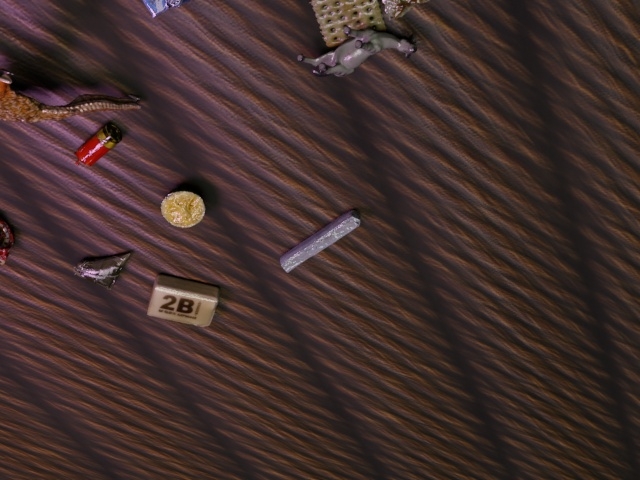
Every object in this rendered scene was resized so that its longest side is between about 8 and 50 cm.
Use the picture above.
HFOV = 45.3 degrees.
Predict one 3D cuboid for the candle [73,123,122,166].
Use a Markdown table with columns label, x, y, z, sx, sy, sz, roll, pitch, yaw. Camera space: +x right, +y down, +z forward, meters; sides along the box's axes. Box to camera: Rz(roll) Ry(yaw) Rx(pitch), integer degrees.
| label | x | y | z | sx | sy | sz | roll | pitch | yaw |
| --- | --- | --- | --- | --- | --- | --- | --- | --- | --- |
| candle | -0.507 | -0.207 | 1.728 | 0.131 | 0.052 | 0.052 | -34 | 122 | 23 |

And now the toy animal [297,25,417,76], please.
| label | x | y | z | sx | sy | sz | roll | pitch | yaw |
| --- | --- | --- | --- | --- | --- | --- | --- | --- | --- |
| toy animal | 0.082 | -0.388 | 1.591 | 0.217 | 0.073 | 0.176 | -20 | 168 | 33 |

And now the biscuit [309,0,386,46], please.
| label | x | y | z | sx | sy | sz | roll | pitch | yaw |
| --- | --- | --- | --- | --- | --- | --- | --- | --- | --- |
| biscuit | 0.040 | -0.498 | 1.532 | 0.139 | 0.016 | 0.231 | -13 | 134 | 11 |

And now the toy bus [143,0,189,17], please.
| label | x | y | z | sx | sy | sz | roll | pitch | yaw |
| --- | --- | --- | --- | --- | --- | --- | --- | --- | --- |
| toy bus | -0.245 | -0.526 | 1.478 | 0.237 | 0.079 | 0.094 | -27 | 109 | 17 |

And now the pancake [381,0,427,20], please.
| label | x | y | z | sx | sy | sz | roll | pitch | yaw |
| --- | --- | --- | --- | --- | --- | --- | --- | --- | --- |
| pancake | 0.172 | -0.609 | 1.411 | 0.305 | 0.067 | 0.427 | -36 | 122 | 12 |

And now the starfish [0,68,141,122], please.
| label | x | y | z | sx | sy | sz | roll | pitch | yaw |
| --- | --- | --- | --- | --- | --- | --- | --- | --- | --- |
| starfish | -0.624 | -0.302 | 1.528 | 0.398 | 0.384 | 0.132 | 16 | 95 | 10 |

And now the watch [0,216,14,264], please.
| label | x | y | z | sx | sy | sz | roll | pitch | yaw |
| --- | --- | --- | --- | --- | --- | --- | --- | --- | --- |
| watch | -0.878 | 0.017 | 1.872 | 0.268 | 0.102 | 0.165 | -21 | 128 | 23 |

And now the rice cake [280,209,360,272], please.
| label | x | y | z | sx | sy | sz | roll | pitch | yaw |
| --- | --- | --- | --- | --- | --- | --- | --- | --- | --- |
| rice cake | 0.000 | 0.000 | 1.918 | 0.245 | 0.045 | 0.042 | -34 | 119 | 22 |

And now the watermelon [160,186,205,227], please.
| label | x | y | z | sx | sy | sz | roll | pitch | yaw |
| --- | --- | --- | --- | --- | --- | --- | --- | --- | --- |
| watermelon | -0.325 | -0.085 | 1.825 | 0.106 | 0.062 | 0.105 | -4 | 123 | -6 |

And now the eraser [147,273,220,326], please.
| label | x | y | z | sx | sy | sz | roll | pitch | yaw |
| --- | --- | --- | --- | --- | --- | --- | --- | --- | --- |
| eraser | -0.360 | 0.161 | 2.020 | 0.172 | 0.058 | 0.117 | 14 | 127 | -14 |

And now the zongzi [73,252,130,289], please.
| label | x | y | z | sx | sy | sz | roll | pitch | yaw |
| --- | --- | --- | --- | --- | --- | --- | --- | --- | --- |
| zongzi | -0.552 | 0.056 | 1.936 | 0.109 | 0.055 | 0.119 | 26 | 111 | -19 |
